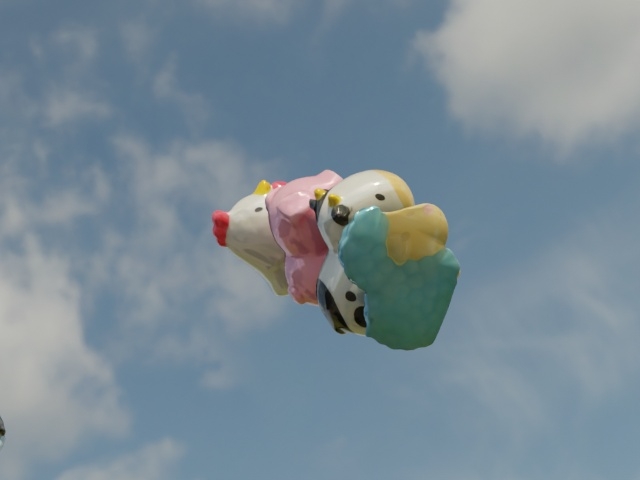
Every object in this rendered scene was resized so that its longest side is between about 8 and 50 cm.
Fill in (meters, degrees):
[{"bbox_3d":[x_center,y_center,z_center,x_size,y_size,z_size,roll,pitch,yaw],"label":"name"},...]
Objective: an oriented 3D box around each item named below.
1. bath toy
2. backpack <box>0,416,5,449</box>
[{"bbox_3d":[0.000,0.000,1.332,0.129,0.348,0.151,19,-91,-25],"label":"bath toy"},{"bbox_3d":[-0.476,0.187,1.344,0.356,0.290,0.273,-12,-50,-52],"label":"backpack"}]
